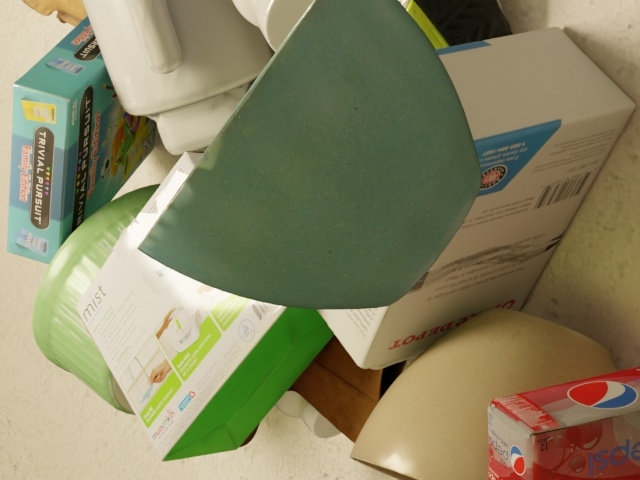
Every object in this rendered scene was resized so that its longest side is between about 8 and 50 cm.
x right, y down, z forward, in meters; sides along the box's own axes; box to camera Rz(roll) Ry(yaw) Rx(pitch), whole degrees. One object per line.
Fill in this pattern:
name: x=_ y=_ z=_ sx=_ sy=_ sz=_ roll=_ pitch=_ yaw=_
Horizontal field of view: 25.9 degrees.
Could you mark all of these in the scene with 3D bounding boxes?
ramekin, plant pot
ramekin: x=-0.219 y=0.089 z=1.867 sx=0.148 sy=0.303 sz=0.303 roll=39 pitch=133 yaw=30
plant pot: x=0.014 y=-0.055 z=1.130 sx=0.195 sy=0.290 sz=0.290 roll=36 pitch=142 yaw=-6
plant pot: x=0.194 y=0.177 z=1.376 sx=0.284 sy=0.284 sz=0.191 roll=10 pitch=75 yaw=53

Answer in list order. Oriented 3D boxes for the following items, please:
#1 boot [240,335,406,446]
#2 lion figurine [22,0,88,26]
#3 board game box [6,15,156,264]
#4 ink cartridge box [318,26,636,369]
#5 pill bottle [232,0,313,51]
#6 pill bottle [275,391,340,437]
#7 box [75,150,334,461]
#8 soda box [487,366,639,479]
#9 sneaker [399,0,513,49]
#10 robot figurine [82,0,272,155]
boot: x=-0.014 y=0.176 z=1.611 sx=0.280 sy=0.096 sz=0.264 roll=29 pitch=113 yaw=38
lion figurine: x=-0.319 y=-0.428 z=1.948 sx=0.240 sy=0.142 sz=0.392 roll=40 pitch=144 yaw=35
board game box: x=-0.306 y=-0.162 z=1.867 sx=0.079 sy=0.336 sz=0.254 roll=17 pitch=125 yaw=8
ink cartridge box: x=0.136 y=-0.040 z=1.366 sx=0.129 sy=0.223 sz=0.307 roll=52 pitch=140 yaw=29
pill bottle: x=-0.043 y=-0.322 z=1.517 sx=0.153 sy=0.153 sz=0.265 roll=109 pitch=147 yaw=-40
pill bottle: x=-0.034 y=0.146 z=1.773 sx=0.216 sy=0.121 sz=0.121 roll=46 pitch=137 yaw=35
box: x=-0.125 y=0.073 z=1.552 sx=0.262 sy=0.126 sz=0.231 roll=-52 pitch=58 yaw=28
soda box: x=0.278 y=0.167 z=1.208 sx=0.083 sy=0.263 sz=0.092 roll=-141 pitch=45 yaw=-64
sneaker: x=0.120 y=-0.252 z=1.415 sx=0.147 sy=0.145 sz=0.385 roll=-102 pitch=13 yaw=-58
robot figurine: x=-0.184 y=-0.289 z=1.710 sx=0.300 sy=0.199 sz=0.353 roll=-88 pitch=-19 yaw=-76
